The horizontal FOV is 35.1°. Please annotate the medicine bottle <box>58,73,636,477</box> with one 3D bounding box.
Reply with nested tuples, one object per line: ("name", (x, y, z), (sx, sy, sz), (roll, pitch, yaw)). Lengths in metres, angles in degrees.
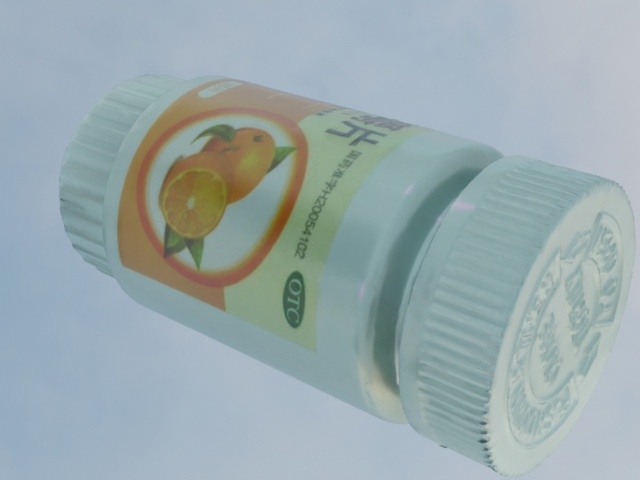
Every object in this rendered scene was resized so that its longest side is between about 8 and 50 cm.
("medicine bottle", (0.000, 0.000, 0.584), (0.318, 0.158, 0.158), (19, -117, 35))
